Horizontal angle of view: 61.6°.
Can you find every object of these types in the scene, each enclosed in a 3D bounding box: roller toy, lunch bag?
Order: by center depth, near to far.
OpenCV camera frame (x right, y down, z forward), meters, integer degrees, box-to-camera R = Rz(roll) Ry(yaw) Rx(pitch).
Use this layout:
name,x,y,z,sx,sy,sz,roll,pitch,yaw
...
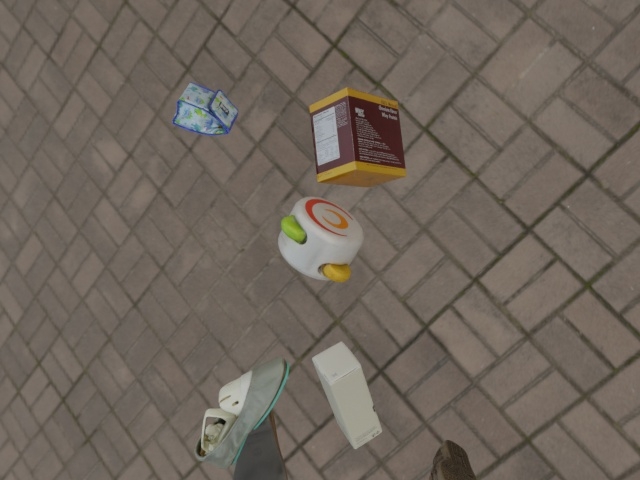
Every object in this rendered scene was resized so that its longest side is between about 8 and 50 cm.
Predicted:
name,x,y,z,sx,sy,sz,roll,pitch,yaw
roller toy,0.000,0.000,1.335,0.209,0.191,0.146,29,119,-1
lunch bag,-0.302,-0.345,1.440,0.151,0.129,0.096,21,127,-10

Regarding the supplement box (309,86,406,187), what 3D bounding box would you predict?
name,x,y,z,sx,sy,sz,roll,pitch,yaw
supplement box,0.093,-0.243,1.308,0.129,0.191,0.194,-12,81,45

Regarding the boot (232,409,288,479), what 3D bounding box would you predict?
name,x,y,z,sx,sy,sz,roll,pitch,yaw
boot,-0.113,0.441,1.062,0.112,0.115,0.306,-11,65,6

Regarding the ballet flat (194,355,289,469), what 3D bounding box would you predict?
name,x,y,z,sx,sy,sz,roll,pitch,yaw
ballet flat,-0.112,0.226,0.703,0.068,0.072,0.213,22,120,-14

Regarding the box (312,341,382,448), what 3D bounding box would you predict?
name,x,y,z,sx,sy,sz,roll,pitch,yaw
box,0.072,0.403,1.389,0.113,0.094,0.275,45,158,51

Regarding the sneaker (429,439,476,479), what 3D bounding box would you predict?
name,x,y,z,sx,sy,sz,roll,pitch,yaw
sneaker,0.217,0.403,0.900,0.066,0.188,0.071,27,96,15
